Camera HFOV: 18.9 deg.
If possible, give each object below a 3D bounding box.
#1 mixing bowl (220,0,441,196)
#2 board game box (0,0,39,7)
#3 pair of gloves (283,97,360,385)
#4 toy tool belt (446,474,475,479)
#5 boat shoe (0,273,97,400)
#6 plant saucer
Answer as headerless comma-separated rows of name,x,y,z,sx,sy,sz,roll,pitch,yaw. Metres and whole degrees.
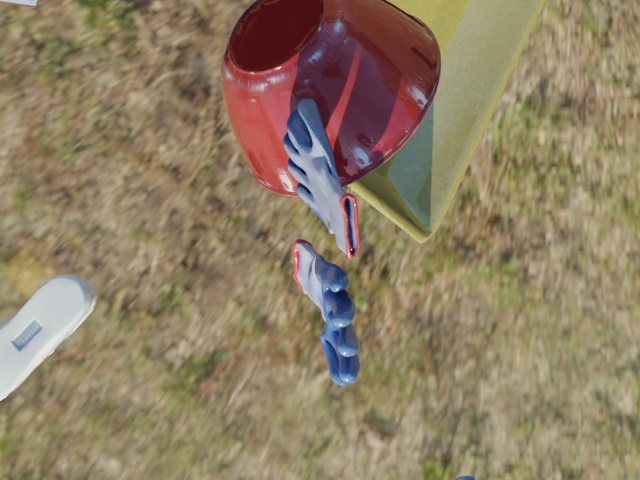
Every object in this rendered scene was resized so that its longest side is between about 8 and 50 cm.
mixing bowl,-0.009,-0.134,1.480,0.181,0.181,0.098,-30,134,14
board game box,-0.277,-0.345,1.695,0.145,0.027,0.281,3,119,-39
pair of gloves,0.000,0.000,1.377,0.023,0.159,0.198,-10,118,-12
toy tool belt,0.118,0.220,1.630,0.083,0.051,0.052,-20,106,1
boat shoe,-0.289,0.098,1.862,0.066,0.063,0.184,45,100,12
plant saucer,0.074,-0.206,1.881,0.081,0.333,0.333,20,80,35
